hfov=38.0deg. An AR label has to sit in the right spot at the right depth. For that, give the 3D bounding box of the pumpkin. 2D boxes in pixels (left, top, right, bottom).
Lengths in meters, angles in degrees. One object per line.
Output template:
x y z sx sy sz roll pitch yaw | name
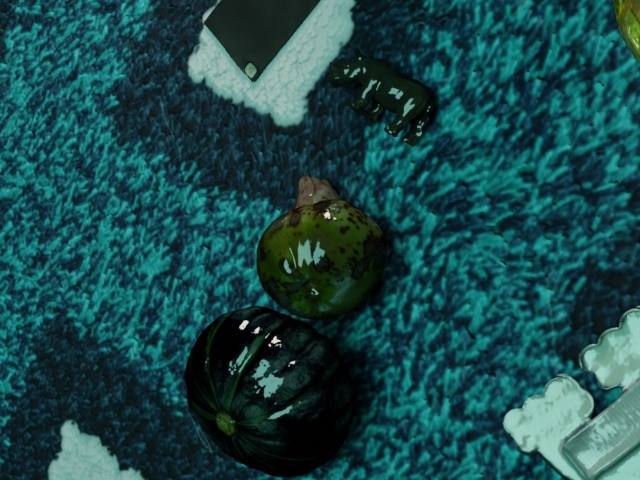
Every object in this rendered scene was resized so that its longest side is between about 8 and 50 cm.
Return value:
-0.055 0.161 0.979 0.194 0.150 0.194 16 109 54 | pumpkin

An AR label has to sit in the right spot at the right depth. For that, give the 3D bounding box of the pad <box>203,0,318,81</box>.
-0.053 -0.293 1.091 0.193 0.004 0.116 -48 64 21 | pad

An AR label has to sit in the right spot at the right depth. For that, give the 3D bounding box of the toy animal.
0.061 -0.160 0.988 0.135 0.047 0.065 37 101 30 | toy animal

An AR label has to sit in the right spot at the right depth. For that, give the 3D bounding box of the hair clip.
0.277 0.152 0.830 0.220 0.054 0.140 -48 69 24 | hair clip

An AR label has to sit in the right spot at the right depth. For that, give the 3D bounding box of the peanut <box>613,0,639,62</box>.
0.321 -0.161 0.799 0.087 0.087 0.207 -34 73 26 | peanut

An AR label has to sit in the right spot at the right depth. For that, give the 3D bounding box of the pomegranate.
-0.005 0.000 0.972 0.138 0.125 0.163 -25 73 25 | pomegranate
